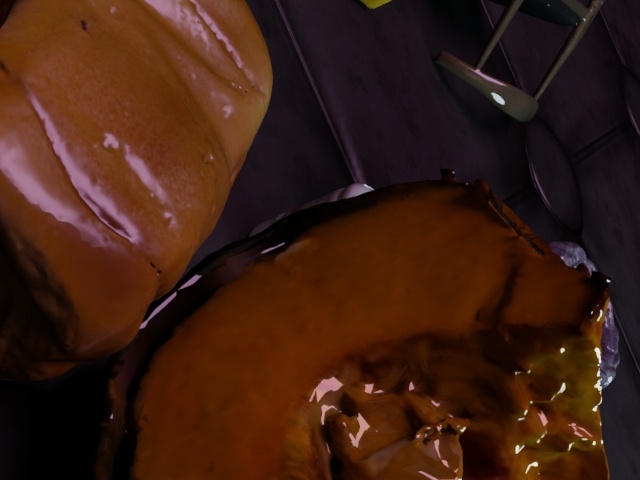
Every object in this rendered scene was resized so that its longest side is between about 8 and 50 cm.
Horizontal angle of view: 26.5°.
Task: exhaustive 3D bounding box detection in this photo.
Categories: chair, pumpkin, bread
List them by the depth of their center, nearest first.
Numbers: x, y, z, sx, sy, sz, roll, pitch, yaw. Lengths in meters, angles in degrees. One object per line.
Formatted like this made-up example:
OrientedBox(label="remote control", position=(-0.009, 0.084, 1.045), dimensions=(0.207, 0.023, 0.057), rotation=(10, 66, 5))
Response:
OrientedBox(label="pumpkin", position=(0.020, 0.132, 0.708), dimensions=(0.303, 0.256, 0.225), rotation=(-45, 135, -36))
OrientedBox(label="bread", position=(-0.124, -0.062, 0.734), dimensions=(0.167, 0.132, 0.294), rotation=(50, 34, -17))
OrientedBox(label="chair", position=(0.201, -0.279, 1.442), dimensions=(0.188, 0.166, 0.272), rotation=(19, 97, -56))

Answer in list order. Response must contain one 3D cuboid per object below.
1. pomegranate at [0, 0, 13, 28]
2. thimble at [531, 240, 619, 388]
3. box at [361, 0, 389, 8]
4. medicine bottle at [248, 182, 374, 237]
OrientedBox(label="pomegranate", position=(-0.235, -0.112, 0.536), dimensions=(0.214, 0.214, 0.248), rotation=(38, 73, -43))
OrientedBox(label="thimble", position=(0.204, 0.075, 1.239), dimensions=(0.150, 0.097, 0.150), rotation=(40, 38, -42))
OrientedBox(label="box", position=(-0.022, -0.324, 1.187), dimensions=(0.269, 0.043, 0.152), rotation=(28, 47, -51))
OrientedBox(label="medicine bottle", position=(0.000, 0.000, 0.945), dimensions=(0.057, 0.089, 0.057), rotation=(39, 39, -41))
